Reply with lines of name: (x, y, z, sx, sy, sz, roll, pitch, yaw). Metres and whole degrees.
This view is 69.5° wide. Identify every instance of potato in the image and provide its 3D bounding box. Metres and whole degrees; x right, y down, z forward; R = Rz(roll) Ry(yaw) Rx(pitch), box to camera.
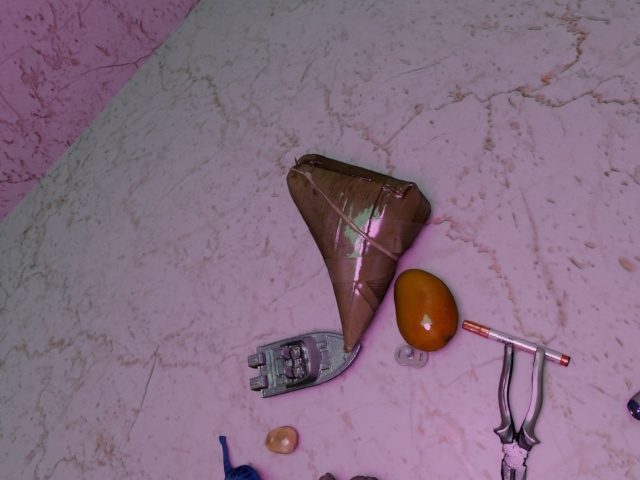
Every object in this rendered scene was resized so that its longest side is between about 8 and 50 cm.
potato: (-0.100, 0.514, 1.186, 0.083, 0.062, 0.068, 0, 35, 1)

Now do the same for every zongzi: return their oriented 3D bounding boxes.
zongzi: (-0.009, -0.008, 1.291, 0.499, 0.218, 0.467, 24, 79, 32)

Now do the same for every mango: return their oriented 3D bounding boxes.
mango: (0.259, 0.165, 1.145, 0.151, 0.120, 0.221, -16, 53, 19)

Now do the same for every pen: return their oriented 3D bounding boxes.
pen: (0.450, 0.236, 1.076, 0.239, 0.028, 0.028, 18, 75, 30)

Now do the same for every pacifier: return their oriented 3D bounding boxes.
pacifier: (0.222, 0.276, 1.143, 0.083, 0.064, 0.068, 5, 60, 26)

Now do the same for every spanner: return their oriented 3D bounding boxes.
spanner: (0.426, 0.389, 1.001, 0.095, 0.040, 0.325, 3, 74, 31)

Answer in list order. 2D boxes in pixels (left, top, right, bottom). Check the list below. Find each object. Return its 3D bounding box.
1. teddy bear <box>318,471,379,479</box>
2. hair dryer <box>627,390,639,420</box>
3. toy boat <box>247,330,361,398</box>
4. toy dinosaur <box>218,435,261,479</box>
teddy bear: (0.041, 0.636, 1.008, 0.267, 0.151, 0.236, -34, 55, 6)
hair dryer: (0.724, 0.351, 0.884, 0.167, 0.067, 0.199, -36, 67, 0)
toy boat: (-0.041, 0.319, 1.230, 0.319, 0.092, 0.141, -19, 62, 15)
toy dinosaur: (-0.193, 0.627, 1.160, 0.329, 0.076, 0.145, 10, 80, 50)
